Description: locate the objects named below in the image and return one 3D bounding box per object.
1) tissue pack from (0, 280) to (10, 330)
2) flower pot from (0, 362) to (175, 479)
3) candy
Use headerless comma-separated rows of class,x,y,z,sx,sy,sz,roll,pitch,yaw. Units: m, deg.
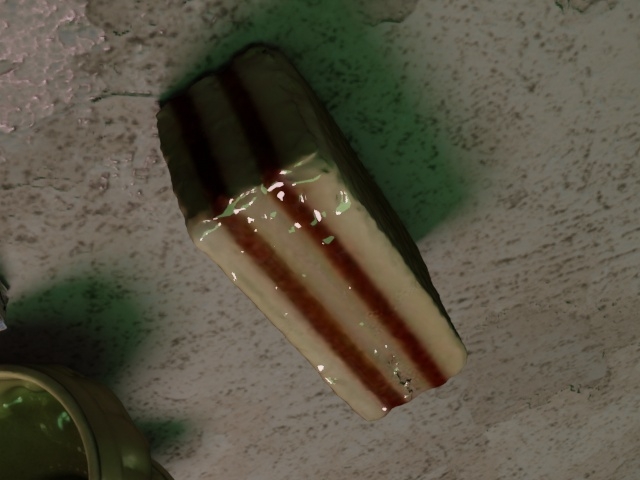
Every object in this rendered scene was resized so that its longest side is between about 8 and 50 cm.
tissue pack,-0.374,0.051,0.989,0.155,0.065,0.115,-19,129,-2
flower pot,-0.272,0.282,1.069,0.307,0.307,0.244,-30,149,7
candy,0.000,0.000,0.987,0.135,0.179,0.320,-32,129,10
